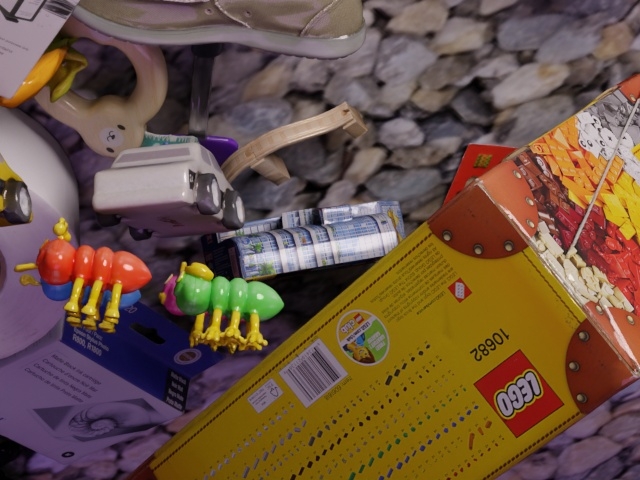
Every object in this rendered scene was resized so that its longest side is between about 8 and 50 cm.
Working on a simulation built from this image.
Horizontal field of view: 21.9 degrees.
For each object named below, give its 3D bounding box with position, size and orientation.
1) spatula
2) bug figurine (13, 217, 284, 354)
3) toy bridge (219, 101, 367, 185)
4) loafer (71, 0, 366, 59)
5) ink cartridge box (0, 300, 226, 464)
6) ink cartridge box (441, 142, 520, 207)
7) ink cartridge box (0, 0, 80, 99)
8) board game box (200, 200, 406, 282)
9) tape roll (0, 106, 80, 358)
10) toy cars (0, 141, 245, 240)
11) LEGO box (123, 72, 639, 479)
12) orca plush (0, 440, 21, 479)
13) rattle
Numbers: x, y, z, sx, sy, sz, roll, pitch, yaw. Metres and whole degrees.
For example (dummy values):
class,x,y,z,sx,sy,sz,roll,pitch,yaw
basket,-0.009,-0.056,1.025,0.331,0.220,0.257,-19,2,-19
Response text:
class,x,y,z,sx,sy,sz,roll,pitch,yaw
spatula,-0.104,-0.142,1.457,0.084,0.030,0.296,2,136,-10
bug figurine,-0.146,0.043,1.387,0.216,0.072,0.279,12,173,-8
toy bridge,-0.051,-0.072,1.519,0.188,0.026,0.063,-30,155,14
loafer,-0.084,-0.207,1.317,0.251,0.094,0.087,4,122,-6
ink cartridge box,-0.241,0.143,1.694,0.224,0.045,0.223,-27,145,19
ink cartridge box,0.212,-0.025,1.630,0.179,0.045,0.145,4,135,-17
ink cartridge box,-0.221,-0.233,1.253,0.086,0.148,0.203,22,127,-27
board game box,0.000,0.000,1.550,0.194,0.060,0.194,-10,178,-14
tape roll,-0.361,-0.006,1.504,0.286,0.100,0.286,-5,137,-5
toy cars,-0.209,-0.055,1.338,0.393,0.087,0.176,2,170,-39
LEGO box,0.111,0.106,1.474,0.193,0.372,0.500,52,126,5
orca plush,-0.346,0.274,1.808,0.287,0.151,0.102,40,87,-36
rattle,-0.181,-0.093,1.399,0.130,0.143,0.200,-17,124,3
